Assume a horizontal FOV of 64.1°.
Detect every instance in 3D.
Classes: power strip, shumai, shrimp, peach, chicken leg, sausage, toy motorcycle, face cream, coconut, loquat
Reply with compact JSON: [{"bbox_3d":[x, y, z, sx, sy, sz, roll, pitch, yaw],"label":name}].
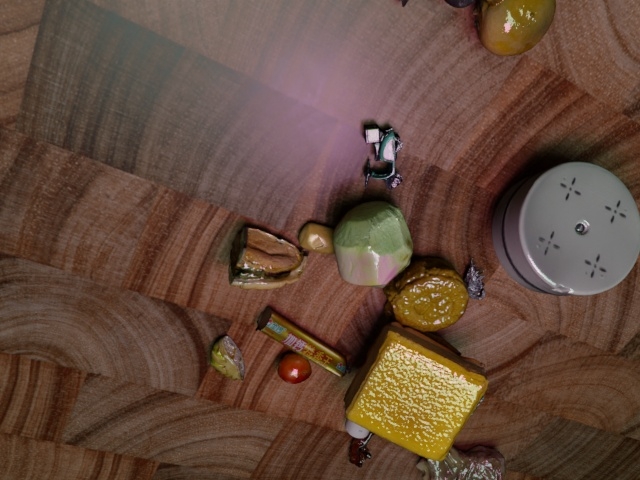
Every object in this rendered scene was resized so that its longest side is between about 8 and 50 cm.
[{"bbox_3d":[0.638,-0.035,1.329,0.356,0.161,0.358,1,86,-7],"label":"power strip"},{"bbox_3d":[0.513,0.889,1.966,0.283,0.217,0.346,40,95,6],"label":"shumai"},{"bbox_3d":[0.463,0.117,1.531,0.065,0.057,0.165,-3,132,10],"label":"shrimp"},{"bbox_3d":[-0.077,0.398,1.581,0.100,0.101,0.101,-4,121,-7],"label":"peach"},{"bbox_3d":[0.152,0.748,1.856,0.089,0.048,0.219,1,120,-14],"label":"chicken leg"},{"bbox_3d":[-0.036,0.326,1.559,0.371,0.082,0.082,37,109,-27],"label":"sausage"},{"bbox_3d":[0.157,-0.206,1.288,0.100,0.058,0.173,-5,120,1],"label":"toy motorcycle"},{"bbox_3d":[0.162,0.519,1.698,0.092,0.092,0.312,7,118,-14],"label":"face cream"},{"bbox_3d":[0.138,0.023,1.333,0.204,0.236,0.236,-9,123,15],"label":"coconut"},{"bbox_3d":[0.409,-0.491,1.098,0.204,0.150,0.172,7,129,-39],"label":"loquat"}]

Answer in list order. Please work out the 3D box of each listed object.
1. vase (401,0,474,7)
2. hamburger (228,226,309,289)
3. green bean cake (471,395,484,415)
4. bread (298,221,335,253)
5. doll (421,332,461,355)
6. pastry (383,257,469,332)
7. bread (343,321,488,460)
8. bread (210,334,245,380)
[{"bbox_3d":[0.251,-0.545,1.077,0.182,0.120,0.120,-8,123,12],"label":"vase"},{"bbox_3d":[-0.140,0.073,1.353,0.207,0.156,0.135,16,139,-27],"label":"hamburger"},{"bbox_3d":[0.426,0.547,1.750,0.208,0.107,0.194,22,116,-19],"label":"green bean cake"},{"bbox_3d":[0.000,0.000,1.382,0.115,0.056,0.082,21,116,-20],"label":"bread"},{"bbox_3d":[0.331,0.420,1.627,0.166,0.162,0.270,25,103,12],"label":"doll"},{"bbox_3d":[0.307,0.164,1.486,0.234,0.132,0.240,-9,121,-4],"label":"pastry"},{"bbox_3d":[0.272,0.440,1.483,0.332,0.143,0.324,27,106,0],"label":"bread"},{"bbox_3d":[-0.287,0.361,1.542,0.094,0.083,0.157,-1,122,5],"label":"bread"}]
